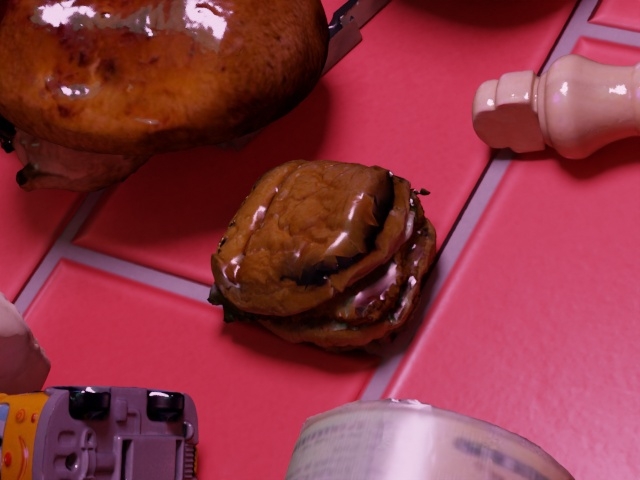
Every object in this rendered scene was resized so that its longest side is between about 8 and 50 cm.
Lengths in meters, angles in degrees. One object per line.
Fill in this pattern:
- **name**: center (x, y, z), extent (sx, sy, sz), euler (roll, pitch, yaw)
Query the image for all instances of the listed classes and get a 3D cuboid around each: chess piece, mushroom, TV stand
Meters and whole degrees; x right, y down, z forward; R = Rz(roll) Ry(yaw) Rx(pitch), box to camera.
- **chess piece**: center (0.329, -0.128, 1.587), extent (0.397, 0.117, 0.117), euler (-4, 54, 21)
- **mushroom**: center (-0.162, -0.177, 1.732), extent (0.345, 0.260, 0.345), euler (-1, 33, 1)
- **TV stand**: center (-0.020, -0.184, 1.807), extent (0.249, 0.036, 0.042), euler (-43, 50, -13)

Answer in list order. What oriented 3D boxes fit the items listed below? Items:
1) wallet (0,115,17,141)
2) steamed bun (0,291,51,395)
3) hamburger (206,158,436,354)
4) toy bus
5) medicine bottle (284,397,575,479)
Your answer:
- **wallet**: center (-0.316, -0.221, 1.934), extent (0.262, 0.071, 0.221), euler (27, 69, 42)
- **steamed bun**: center (-0.402, 0.093, 1.604), extent (0.206, 0.275, 0.320), euler (-47, 15, -13)
- **hamburger**: center (0.000, 0.000, 1.606), extent (0.206, 0.130, 0.183), euler (12, 57, 31)
- **toy bus**: center (-0.208, 0.185, 1.495), extent (0.136, 0.209, 0.126), euler (0, 84, 31)
- **medicine bottle**: center (0.041, 0.345, 1.258), extent (0.235, 0.236, 0.406), euler (2, 55, 23)
